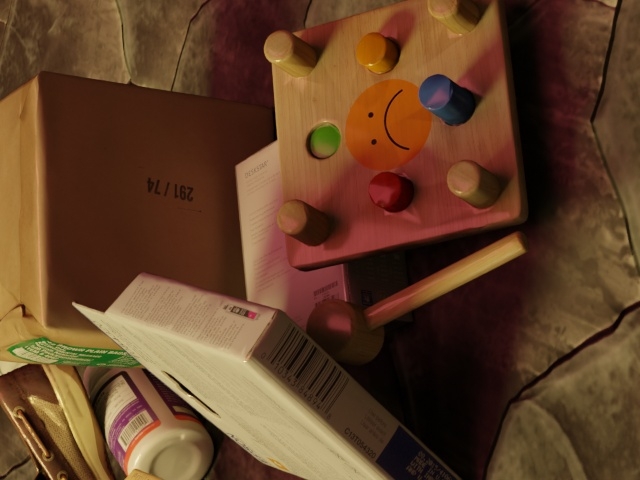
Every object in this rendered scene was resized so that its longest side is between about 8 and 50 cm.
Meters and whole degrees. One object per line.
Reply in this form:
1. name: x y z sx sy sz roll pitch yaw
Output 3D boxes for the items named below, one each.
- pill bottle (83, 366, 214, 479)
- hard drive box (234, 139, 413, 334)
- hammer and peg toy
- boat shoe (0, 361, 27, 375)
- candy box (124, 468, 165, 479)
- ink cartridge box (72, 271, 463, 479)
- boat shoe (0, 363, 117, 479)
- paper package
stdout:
1. pill bottle: -0.214 0.213 2.284 0.193 0.108 0.108 49 121 47
2. hard drive box: 0.000 0.000 2.053 0.181 0.089 0.232 -27 63 48
3. hammer and peg toy: 0.084 -0.062 1.866 0.266 0.127 0.361 -14 70 24
4. boat shoe: -0.293 0.042 2.412 0.367 0.156 0.136 -51 32 -8
5. candy box: -0.138 0.376 2.043 0.316 0.087 0.183 15 55 42
6. ink cartridge box: -0.050 0.154 1.907 0.330 0.324 0.071 16 67 53
7. boat shoe: -0.307 0.307 2.275 0.123 0.123 0.342 18 126 67
8. paper package: -0.214 -0.012 2.150 0.168 0.325 0.309 -23 66 50
